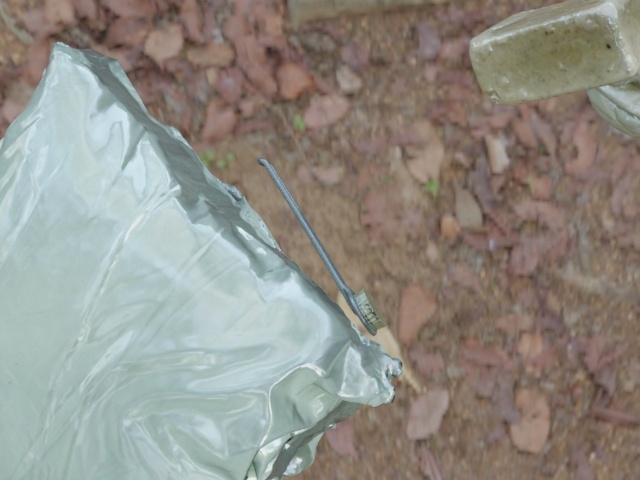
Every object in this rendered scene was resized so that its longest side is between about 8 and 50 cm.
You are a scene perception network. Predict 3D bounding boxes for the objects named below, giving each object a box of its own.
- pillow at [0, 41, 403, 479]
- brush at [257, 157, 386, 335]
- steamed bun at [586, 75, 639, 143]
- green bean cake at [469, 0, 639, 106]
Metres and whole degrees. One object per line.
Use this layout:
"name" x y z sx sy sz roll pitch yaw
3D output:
"pillow" -0.128 0.080 0.911 0.310 0.138 0.283 44 110 16
"brush" 0.000 0.000 1.741 0.027 0.062 0.266 -35 69 5
"steamed bun" 0.414 -0.219 1.772 0.211 0.144 0.218 44 115 19
"green bean cake" 0.255 -0.200 1.516 0.179 0.085 0.109 -11 16 38
